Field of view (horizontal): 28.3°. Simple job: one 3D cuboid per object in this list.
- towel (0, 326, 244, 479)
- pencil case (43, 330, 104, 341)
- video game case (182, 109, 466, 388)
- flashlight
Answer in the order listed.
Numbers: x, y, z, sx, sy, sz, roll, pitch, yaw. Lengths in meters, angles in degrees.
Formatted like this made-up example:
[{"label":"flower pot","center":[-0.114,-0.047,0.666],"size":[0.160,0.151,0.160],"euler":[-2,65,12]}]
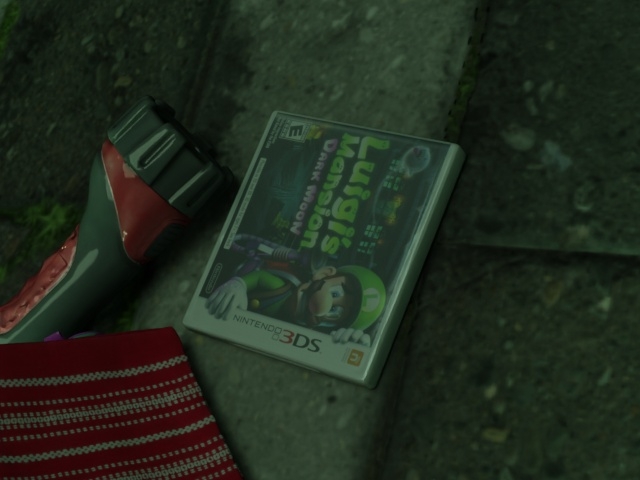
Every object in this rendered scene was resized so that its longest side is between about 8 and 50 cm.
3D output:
[{"label":"towel","center":[-0.132,0.171,0.854],"size":[0.275,0.199,0.031],"euler":[58,135,34]},{"label":"pencil case","center":[-0.168,0.144,0.952],"size":[0.064,0.070,0.151],"euler":[-33,55,12]},{"label":"video game case","center":[0.000,0.000,0.955],"size":[0.173,0.022,0.190],"euler":[14,75,33]},{"label":"flashlight","center":[-0.209,0.021,1.016],"size":[0.304,0.103,0.103],"euler":[-43,28,6]}]
